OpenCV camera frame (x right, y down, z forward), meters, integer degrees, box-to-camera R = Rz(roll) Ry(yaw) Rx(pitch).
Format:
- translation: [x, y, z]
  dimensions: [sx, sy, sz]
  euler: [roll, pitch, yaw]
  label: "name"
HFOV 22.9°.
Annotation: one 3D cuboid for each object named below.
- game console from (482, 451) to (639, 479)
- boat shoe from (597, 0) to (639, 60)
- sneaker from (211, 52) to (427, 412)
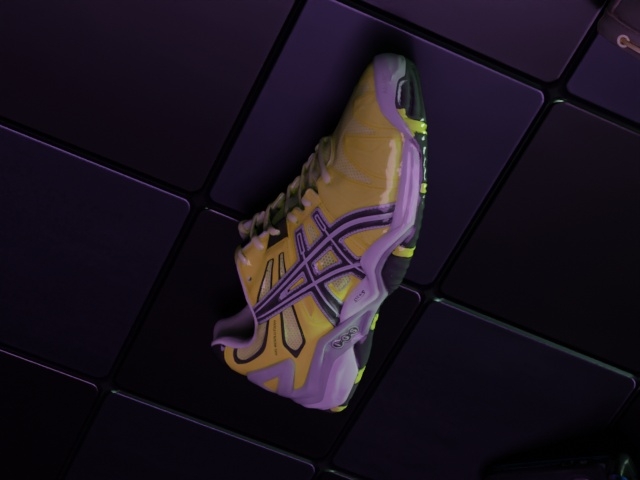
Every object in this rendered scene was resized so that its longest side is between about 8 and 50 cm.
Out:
- translation: [0.312, 0.381, 1.649]
  dimensions: [0.250, 0.173, 0.293]
  euler: [-11, 123, 31]
  label: "game console"
- translation: [0.382, -0.138, 1.394]
  dimensions: [0.305, 0.109, 0.091]
  euler: [34, 118, -12]
  label: "boat shoe"
- translation: [0.000, 0.000, 1.465]
  dimensions: [0.147, 0.145, 0.384]
  euler: [13, 120, -8]
  label: "sneaker"
